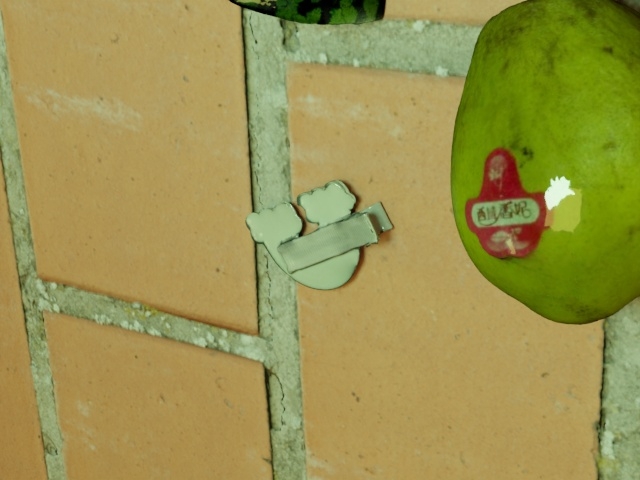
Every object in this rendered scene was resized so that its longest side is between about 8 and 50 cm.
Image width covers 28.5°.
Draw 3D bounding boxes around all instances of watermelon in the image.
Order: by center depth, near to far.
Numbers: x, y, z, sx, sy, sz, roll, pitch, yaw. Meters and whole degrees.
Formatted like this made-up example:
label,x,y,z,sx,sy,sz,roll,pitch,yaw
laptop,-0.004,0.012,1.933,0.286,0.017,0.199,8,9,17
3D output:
label,x,y,z,sx,sy,sz,roll,pitch,yaw
watermelon,0.000,-0.325,1.502,0.145,0.137,0.193,30,82,22

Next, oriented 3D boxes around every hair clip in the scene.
label,x,y,z,sx,sy,sz,roll,pitch,yaw
hair clip,0.000,0.000,1.685,0.220,0.054,0.140,-21,102,41

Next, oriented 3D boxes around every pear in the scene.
label,x,y,z,sx,sy,sz,roll,pitch,yaw
pear,0.269,-0.104,1.317,0.287,0.287,0.375,-16,84,38
